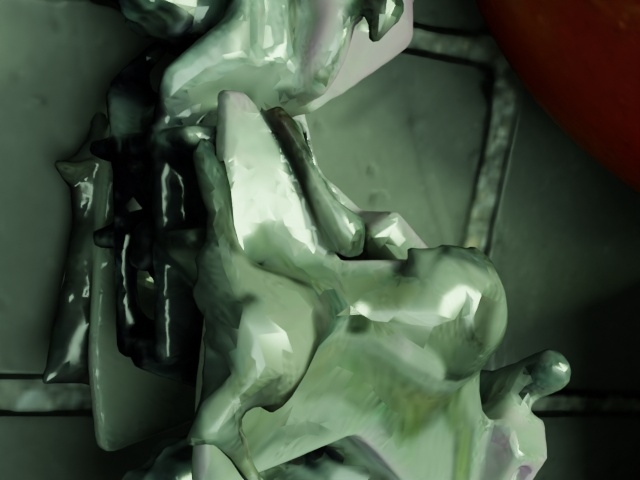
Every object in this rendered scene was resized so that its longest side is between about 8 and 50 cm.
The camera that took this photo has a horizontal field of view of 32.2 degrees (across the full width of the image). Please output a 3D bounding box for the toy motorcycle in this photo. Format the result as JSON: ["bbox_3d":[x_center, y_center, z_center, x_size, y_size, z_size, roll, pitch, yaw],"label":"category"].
[{"bbox_3d":[0.000,0.000,0.411,0.188,0.143,0.327,-1,90,-35],"label":"toy motorcycle"}]

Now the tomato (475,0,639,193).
[{"bbox_3d":[0.218,-0.108,0.389,0.338,0.144,0.338,-5,140,-5],"label":"tomato"}]
